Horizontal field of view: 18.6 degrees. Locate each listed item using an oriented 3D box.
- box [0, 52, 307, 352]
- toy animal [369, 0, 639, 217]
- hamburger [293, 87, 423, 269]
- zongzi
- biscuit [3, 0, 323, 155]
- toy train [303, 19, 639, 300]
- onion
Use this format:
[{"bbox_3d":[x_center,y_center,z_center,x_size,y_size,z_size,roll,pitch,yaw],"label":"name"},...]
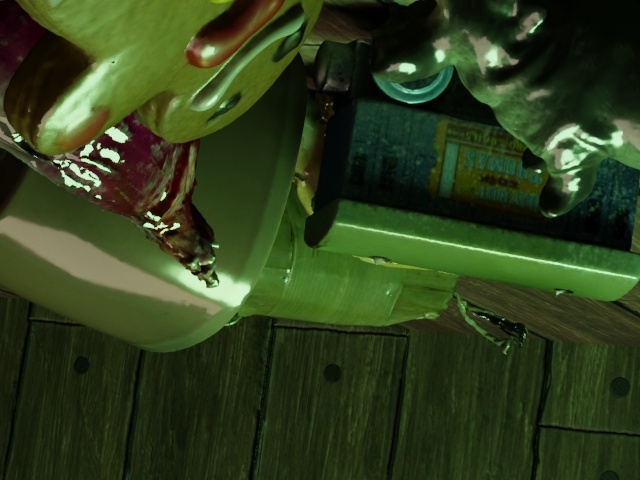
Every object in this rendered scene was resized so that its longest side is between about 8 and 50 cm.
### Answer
[{"bbox_3d":[-0.180,-0.071,1.606,0.216,0.301,0.301,19,166,-32],"label":"box"},{"bbox_3d":[0.161,-0.105,1.245,0.343,0.168,0.106,21,-151,-15],"label":"toy animal"},{"bbox_3d":[0.101,-0.060,1.826,0.282,0.245,0.155,59,157,-16],"label":"hamburger"},{"bbox_3d":[0.000,0.000,2.342,0.447,0.181,0.418,9,-173,-26],"label":"zongzi"},{"bbox_3d":[-0.063,-0.153,1.098,0.064,0.283,0.432,45,172,17],"label":"biscuit"},{"bbox_3d":[0.131,-0.066,1.615,0.299,0.202,0.131,10,172,-12],"label":"toy train"},{"bbox_3d":[-0.157,-0.131,1.337,0.348,0.159,0.267,39,-171,-25],"label":"onion"}]
